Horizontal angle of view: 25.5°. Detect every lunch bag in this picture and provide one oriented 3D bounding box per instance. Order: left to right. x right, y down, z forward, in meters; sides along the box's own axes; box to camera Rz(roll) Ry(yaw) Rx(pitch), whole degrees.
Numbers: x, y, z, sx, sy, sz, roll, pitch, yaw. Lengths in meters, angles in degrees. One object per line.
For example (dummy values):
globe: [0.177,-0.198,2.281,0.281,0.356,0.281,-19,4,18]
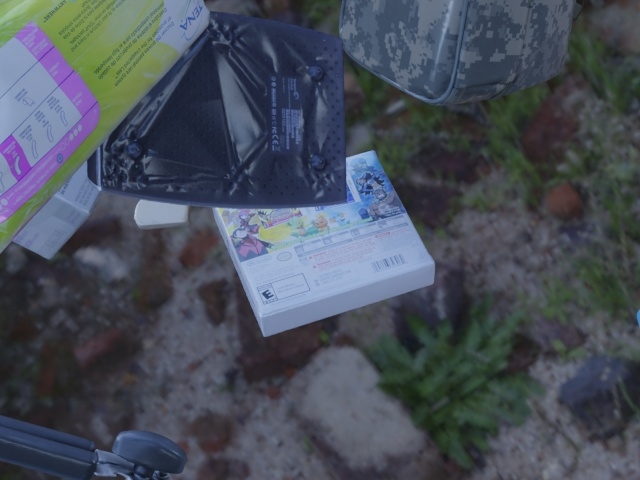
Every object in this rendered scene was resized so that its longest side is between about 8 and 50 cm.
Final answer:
lunch bag: [0.185,-0.311,1.549,0.256,0.305,0.212,-12,33,-35]

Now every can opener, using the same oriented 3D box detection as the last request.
can opener: [-0.325,0.282,1.923,0.074,0.280,0.093,-136,62,-69]

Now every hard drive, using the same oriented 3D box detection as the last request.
hard drive: [-0.091,-0.112,1.243,0.054,0.254,0.172,-7,83,53]

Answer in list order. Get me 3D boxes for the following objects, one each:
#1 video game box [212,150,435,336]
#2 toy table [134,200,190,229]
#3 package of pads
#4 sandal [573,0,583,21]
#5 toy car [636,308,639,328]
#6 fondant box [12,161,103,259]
video game box: [0.000,0.000,1.601,0.205,0.048,0.187,-16,54,-11]
toy table: [-0.134,-0.103,1.945,0.274,0.252,0.161,-7,77,11]
package of pads: [-0.226,-0.083,0.905,0.229,0.101,0.296,-15,28,37]
sandal: [0.278,-0.386,1.893,0.090,0.219,0.060,-38,14,-17]
toy car: [0.494,0.155,1.705,0.210,0.238,0.219,-14,75,10]
fondant box: [-0.388,-0.112,1.468,0.096,0.330,0.238,-66,13,-20]
